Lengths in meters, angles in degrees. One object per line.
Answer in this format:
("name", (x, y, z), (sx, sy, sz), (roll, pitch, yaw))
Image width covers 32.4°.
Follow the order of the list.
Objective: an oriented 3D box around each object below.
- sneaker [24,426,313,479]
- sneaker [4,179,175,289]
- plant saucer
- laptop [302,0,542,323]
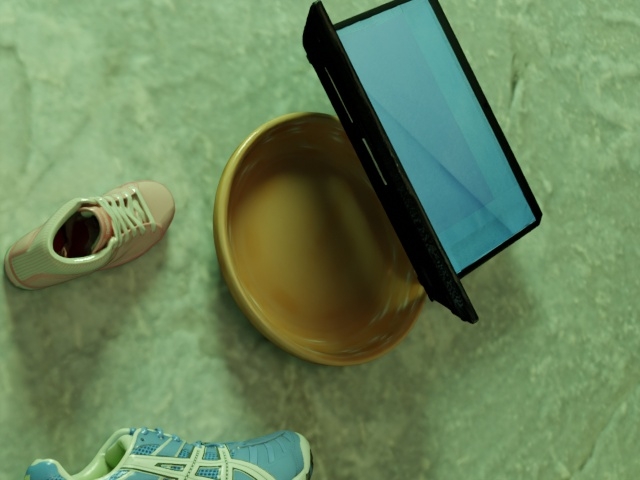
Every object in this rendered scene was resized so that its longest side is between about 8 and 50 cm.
("sneaker", (-0.092, 0.155, 0.714), (0.211, 0.080, 0.081), (-13, 88, -39))
("sneaker", (-0.139, -0.009, 0.733), (0.134, 0.070, 0.051), (-29, 93, -39))
("plant saucer", (0.000, 0.000, 0.853), (0.200, 0.037, 0.200), (12, 69, -33))
("laptop", (0.095, -0.083, 0.834), (0.137, 0.264, 0.234), (-27, 94, -1))
